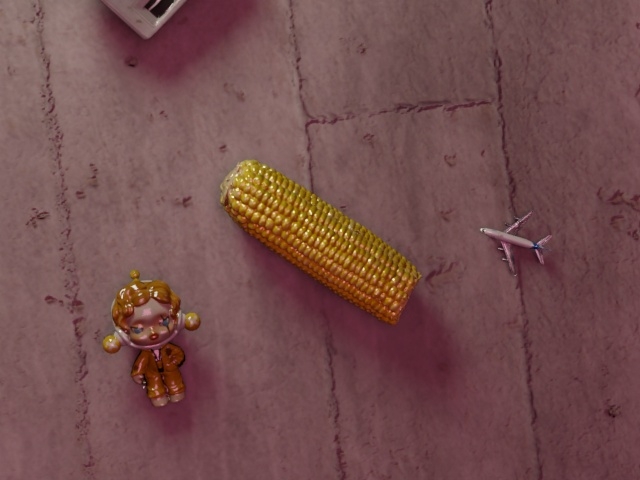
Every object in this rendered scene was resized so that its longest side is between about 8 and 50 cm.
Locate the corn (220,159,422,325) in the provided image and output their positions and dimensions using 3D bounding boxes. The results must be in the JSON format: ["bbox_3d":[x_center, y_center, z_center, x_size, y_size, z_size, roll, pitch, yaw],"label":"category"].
[{"bbox_3d":[0.000,0.000,1.974,0.248,0.081,0.081,34,86,-8],"label":"corn"}]

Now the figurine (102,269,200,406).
[{"bbox_3d":[-0.178,0.107,1.962,0.101,0.068,0.143,-38,109,-2],"label":"figurine"}]

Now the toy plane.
[{"bbox_3d":[0.220,0.000,2.038,0.084,0.024,0.078,16,90,-3],"label":"toy plane"}]

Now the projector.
[{"bbox_3d":[-0.182,-0.308,1.930,0.147,0.061,0.115,-47,119,2],"label":"projector"}]
